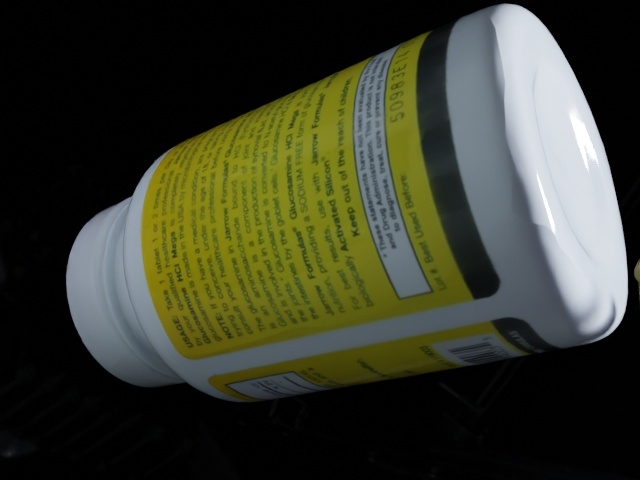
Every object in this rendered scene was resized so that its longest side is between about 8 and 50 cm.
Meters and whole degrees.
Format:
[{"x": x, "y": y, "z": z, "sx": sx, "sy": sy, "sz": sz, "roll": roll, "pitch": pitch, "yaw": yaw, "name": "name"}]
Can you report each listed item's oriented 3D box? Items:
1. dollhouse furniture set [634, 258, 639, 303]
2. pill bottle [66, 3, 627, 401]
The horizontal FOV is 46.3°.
[{"x": 0.355, "y": 0.131, "z": 0.539, "sx": 0.151, "sy": 0.301, "sz": 0.198, "roll": -26, "pitch": -156, "yaw": -31, "name": "dollhouse furniture set"}, {"x": 0.000, "y": 0.000, "z": 0.479, "sx": 0.334, "sy": 0.188, "sz": 0.187, "roll": -17, "pitch": -133, "yaw": 32, "name": "pill bottle"}]
